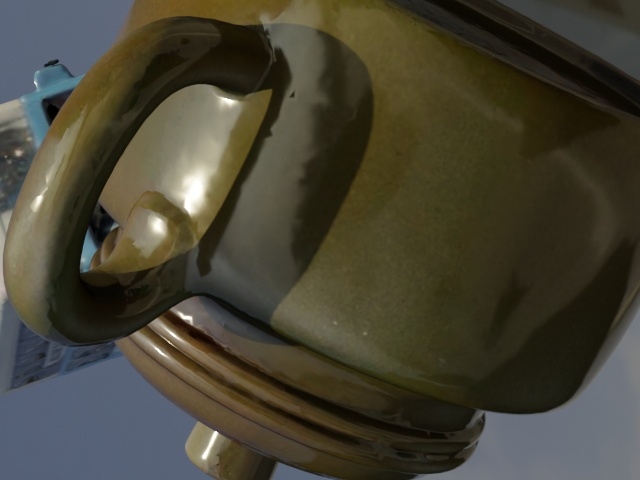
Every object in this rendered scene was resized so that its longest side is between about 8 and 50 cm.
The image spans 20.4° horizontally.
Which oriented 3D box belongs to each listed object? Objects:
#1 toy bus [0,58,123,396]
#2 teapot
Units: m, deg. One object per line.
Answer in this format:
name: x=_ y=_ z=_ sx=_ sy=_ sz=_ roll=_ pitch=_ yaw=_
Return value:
toy bus: x=-0.128 y=0.001 z=0.923 sx=0.297 sy=0.131 sz=0.106 roll=127 pitch=122 yaw=-73
teapot: x=0.000 y=0.000 z=0.558 sx=0.185 sy=0.175 sz=0.268 roll=33 pitch=-165 yaw=31
